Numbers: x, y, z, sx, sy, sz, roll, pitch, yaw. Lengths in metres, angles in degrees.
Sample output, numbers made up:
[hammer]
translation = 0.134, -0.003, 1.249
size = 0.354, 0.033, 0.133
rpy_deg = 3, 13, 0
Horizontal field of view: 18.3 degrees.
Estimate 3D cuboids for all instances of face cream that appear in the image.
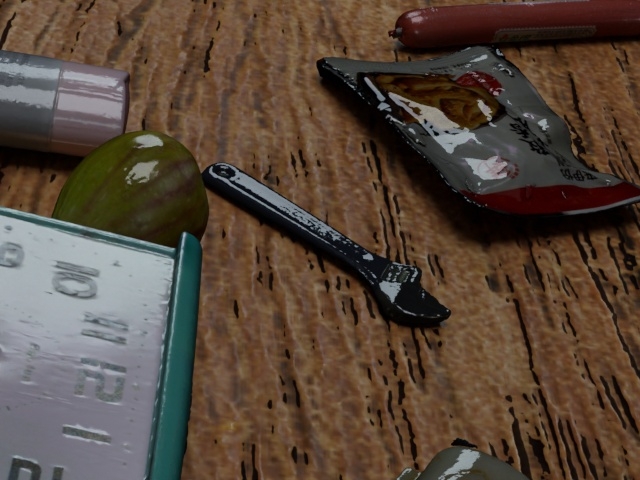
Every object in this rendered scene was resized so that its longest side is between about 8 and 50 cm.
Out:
[face cream]
translation = -0.225, -0.096, 1.307
size = 0.198, 0.057, 0.084
rpy_deg = 10, 33, -6

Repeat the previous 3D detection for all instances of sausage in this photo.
[sausage]
translation = 0.165, -0.173, 1.570
size = 0.253, 0.034, 0.034
rpy_deg = -6, 36, -24

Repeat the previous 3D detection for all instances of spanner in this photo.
[spanner]
translation = 0.000, 0.000, 1.268
size = 0.208, 0.012, 0.046
rpy_deg = 32, 39, 30

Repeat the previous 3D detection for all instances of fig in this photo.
[fig]
translation = -0.131, 0.010, 1.175
size = 0.093, 0.093, 0.166
rpy_deg = 25, 63, 21

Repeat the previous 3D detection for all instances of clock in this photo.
[clock]
translation = -0.185, 0.083, 1.002
size = 0.231, 0.116, 0.262
rpy_deg = 12, 33, -8

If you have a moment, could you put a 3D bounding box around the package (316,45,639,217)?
[package]
translation = 0.113, -0.080, 1.410
size = 0.154, 0.030, 0.239
rpy_deg = -5, 35, -28

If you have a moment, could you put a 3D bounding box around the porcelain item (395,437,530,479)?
[porcelain item]
translation = 0.032, 0.174, 0.970
size = 0.084, 0.054, 0.213
rpy_deg = 26, 36, 24
